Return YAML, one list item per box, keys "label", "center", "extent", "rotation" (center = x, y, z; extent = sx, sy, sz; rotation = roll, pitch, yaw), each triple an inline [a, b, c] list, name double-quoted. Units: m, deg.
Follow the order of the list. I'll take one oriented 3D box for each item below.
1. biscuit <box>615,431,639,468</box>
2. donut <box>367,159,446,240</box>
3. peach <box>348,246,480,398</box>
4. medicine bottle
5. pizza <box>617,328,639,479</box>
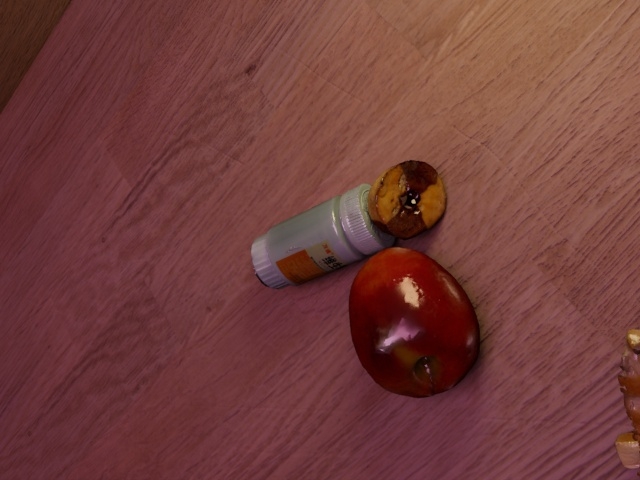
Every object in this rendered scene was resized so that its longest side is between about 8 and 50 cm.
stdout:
- label: "biscuit"
  center: [0.619, 0.361, 1.166]
  extent: [0.188, 0.052, 0.056]
  rotation: [-16, 91, 31]
- label: "donut"
  center: [0.181, -0.088, 1.447]
  extent: [0.184, 0.166, 0.073]
  rotation: [-43, 22, -24]
- label: "peach"
  center: [0.183, 0.161, 1.414]
  extent: [0.281, 0.281, 0.338]
  rotation: [-47, 27, 19]
- label: "medicine bottle"
  center: [0.000, 0.000, 1.552]
  extent: [0.318, 0.158, 0.158]
  rotation: [-23, 72, 29]
- label: "pizza"
  center: [0.657, 0.320, 0.970]
  extent: [0.392, 0.435, 0.080]
  rotation: [5, 43, 42]
